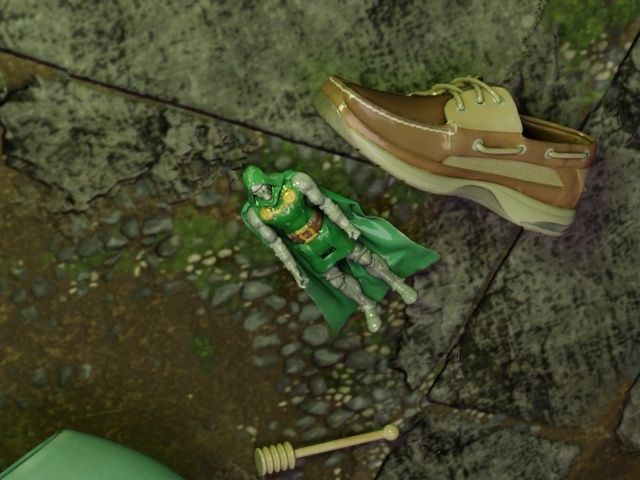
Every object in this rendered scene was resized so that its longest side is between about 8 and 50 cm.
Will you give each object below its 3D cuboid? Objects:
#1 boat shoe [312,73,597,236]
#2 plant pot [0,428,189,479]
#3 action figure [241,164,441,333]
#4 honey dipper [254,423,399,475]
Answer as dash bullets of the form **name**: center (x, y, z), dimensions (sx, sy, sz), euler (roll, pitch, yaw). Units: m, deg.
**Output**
- **boat shoe**: center (0.134, -0.106, 1.870), dimensions (0.324, 0.123, 0.116), euler (18, 108, -37)
- **plant pot**: center (-0.247, 0.302, 1.925), dimensions (0.290, 0.290, 0.195), euler (-37, 92, 6)
- **action figure**: center (0.000, 0.000, 1.920), dimensions (0.137, 0.063, 0.232), euler (-40, 124, 13)
- **honey dipper**: center (0.009, 0.221, 2.095), dimensions (0.160, 0.030, 0.030), euler (-9, 126, -18)
